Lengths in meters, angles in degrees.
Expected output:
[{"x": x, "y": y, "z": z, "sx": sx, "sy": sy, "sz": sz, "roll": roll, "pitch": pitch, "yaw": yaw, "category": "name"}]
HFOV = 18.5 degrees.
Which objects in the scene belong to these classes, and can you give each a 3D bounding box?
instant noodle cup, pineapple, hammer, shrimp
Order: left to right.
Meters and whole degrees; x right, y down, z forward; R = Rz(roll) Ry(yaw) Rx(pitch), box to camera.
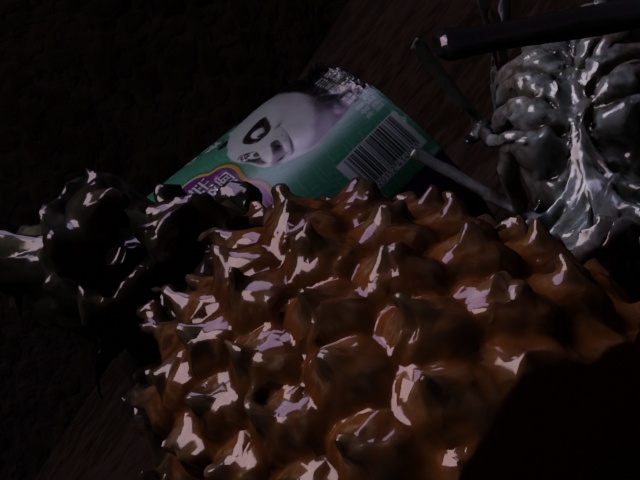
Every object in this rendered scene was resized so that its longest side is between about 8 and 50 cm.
[{"x": -0.019, "y": 0.057, "z": 0.903, "sx": 0.357, "sy": 0.223, "sz": 0.223, "roll": 27, "pitch": 77, "yaw": 38, "category": "pineapple"}, {"x": 0.000, "y": 0.000, "z": 1.432, "sx": 0.190, "sy": 0.251, "sz": 0.251, "roll": -46, "pitch": 8, "yaw": -9, "category": "instant noodle cup"}, {"x": 0.156, "y": -0.071, "z": 1.183, "sx": 0.221, "sy": 0.166, "sz": 0.410, "roll": -14, "pitch": 39, "yaw": 18, "category": "shrimp"}, {"x": 0.185, "y": -0.127, "z": 1.107, "sx": 0.246, "sy": 0.029, "sz": 0.103, "roll": -11, "pitch": 25, "yaw": -10, "category": "hammer"}]
